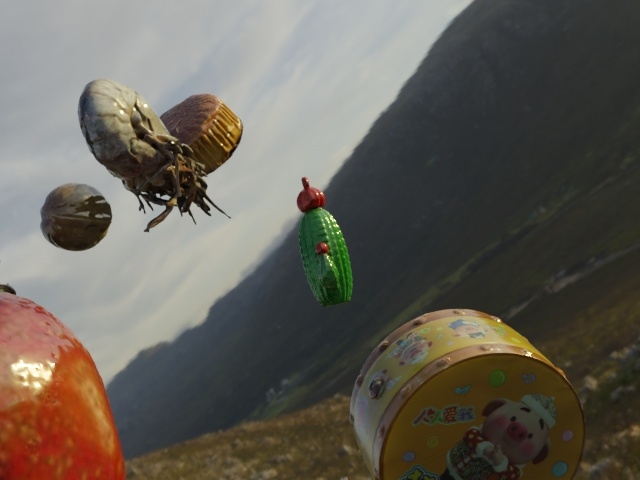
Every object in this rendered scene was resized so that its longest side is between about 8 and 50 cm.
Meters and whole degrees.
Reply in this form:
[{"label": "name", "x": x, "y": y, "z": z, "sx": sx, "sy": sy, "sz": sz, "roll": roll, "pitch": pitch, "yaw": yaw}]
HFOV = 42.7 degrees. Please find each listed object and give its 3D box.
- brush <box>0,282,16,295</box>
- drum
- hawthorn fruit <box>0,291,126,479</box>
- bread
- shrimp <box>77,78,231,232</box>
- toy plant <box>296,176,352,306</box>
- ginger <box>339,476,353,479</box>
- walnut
[{"label": "brush", "x": -0.760, "y": 0.144, "z": 1.610, "sx": 0.313, "sy": 0.071, "sz": 0.067, "roll": -11, "pitch": -3, "yaw": -8}, {"label": "drum", "x": 0.275, "y": 0.357, "z": 1.584, "sx": 0.431, "sy": 0.431, "sz": 0.214, "roll": -40, "pitch": 22, "yaw": 1}, {"label": "hawthorn fruit", "x": -0.286, "y": 0.230, "z": 0.715, "sx": 0.285, "sy": 0.368, "sz": 0.284, "roll": -33, "pitch": 11, "yaw": 7}, {"label": "bread", "x": -0.261, "y": -0.210, "z": 1.652, "sx": 0.199, "sy": 0.104, "sz": 0.199, "roll": -23, "pitch": 42, "yaw": 23}, {"label": "shrimp", "x": -0.232, "y": -0.100, "z": 1.169, "sx": 0.116, "sy": 0.145, "sz": 0.343, "roll": -32, "pitch": -35, "yaw": 4}, {"label": "toy plant", "x": 0.003, "y": 0.011, "z": 1.554, "sx": 0.088, "sy": 0.240, "sz": 0.154, "roll": -16, "pitch": -31, "yaw": 2}, {"label": "ginger", "x": 0.037, "y": 0.518, "z": 1.208, "sx": 0.223, "sy": 0.269, "sz": 0.200, "roll": -45, "pitch": -24, "yaw": 21}, {"label": "walnut", "x": -0.492, "y": -0.047, "z": 1.655, "sx": 0.140, "sy": 0.140, "sz": 0.162, "roll": -40, "pitch": -19, "yaw": 23}]
